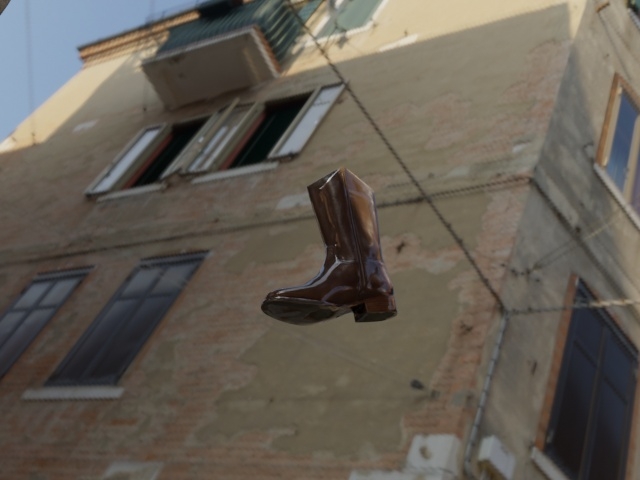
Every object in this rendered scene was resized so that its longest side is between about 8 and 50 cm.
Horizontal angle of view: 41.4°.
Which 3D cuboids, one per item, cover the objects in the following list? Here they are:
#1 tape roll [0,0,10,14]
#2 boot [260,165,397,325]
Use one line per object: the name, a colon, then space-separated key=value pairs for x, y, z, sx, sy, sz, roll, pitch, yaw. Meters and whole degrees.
tape roll: x=-0.520 y=-0.378 z=1.130 sx=0.219 sy=0.219 sz=0.072 roll=25 pitch=-4 yaw=5
boot: x=0.000 y=0.000 z=0.592 sx=0.106 sy=0.114 sz=0.037 roll=6 pitch=-27 yaw=-32
